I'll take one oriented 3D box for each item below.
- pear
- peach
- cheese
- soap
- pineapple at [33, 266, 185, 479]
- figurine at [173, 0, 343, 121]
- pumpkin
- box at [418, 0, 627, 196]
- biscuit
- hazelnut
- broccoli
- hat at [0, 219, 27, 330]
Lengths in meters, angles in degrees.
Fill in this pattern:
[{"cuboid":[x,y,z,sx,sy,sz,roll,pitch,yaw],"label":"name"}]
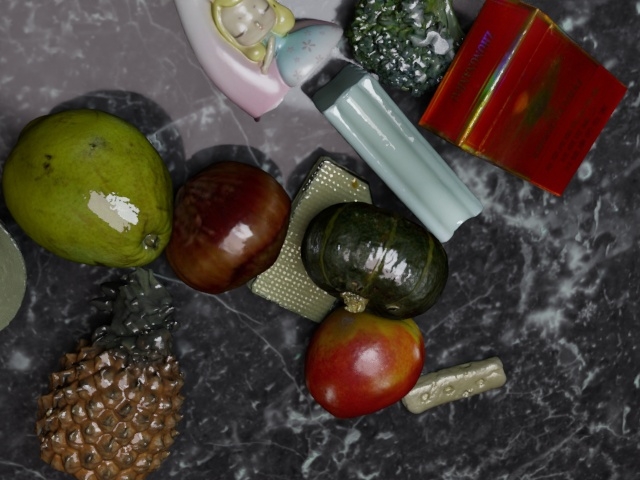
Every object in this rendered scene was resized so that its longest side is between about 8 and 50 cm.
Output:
[{"cuboid":[-0.312,-0.071,0.950,0.269,0.212,0.212,41,103,27],"label":"pear"},{"cuboid":[0.071,0.195,1.126,0.190,0.190,0.192,15,114,-13],"label":"peach"},{"cuboid":[0.238,0.259,1.250,0.194,0.043,0.064,-17,106,0],"label":"cheese"},{"cuboid":[0.111,-0.132,1.031,0.087,0.160,0.265,-42,110,8],"label":"soap"},{"cuboid":[-0.298,0.185,1.058,0.223,0.223,0.357,15,106,-13],"label":"pineapple"},{"cuboid":[-0.096,-0.372,0.917,0.284,0.206,0.316,-40,116,13],"label":"figurine"},{"cuboid":[0.076,0.034,1.008,0.224,0.224,0.157,28,76,-16],"label":"pumpkin"},{"cuboid":[0.300,-0.196,0.997,0.313,0.089,0.197,14,111,-47],"label":"box"},{"cuboid":[0.000,0.000,1.119,0.150,0.052,0.252,25,104,-21],"label":"biscuit"},{"cuboid":[-0.140,-0.019,1.022,0.178,0.178,0.204,39,95,-18],"label":"hazelnut"},{"cuboid":[0.173,-0.334,0.985,0.199,0.177,0.274,38,87,-12],"label":"broccoli"},{"cuboid":[-0.547,0.026,1.010,0.257,0.130,0.257,-2,110,-6],"label":"hat"}]
